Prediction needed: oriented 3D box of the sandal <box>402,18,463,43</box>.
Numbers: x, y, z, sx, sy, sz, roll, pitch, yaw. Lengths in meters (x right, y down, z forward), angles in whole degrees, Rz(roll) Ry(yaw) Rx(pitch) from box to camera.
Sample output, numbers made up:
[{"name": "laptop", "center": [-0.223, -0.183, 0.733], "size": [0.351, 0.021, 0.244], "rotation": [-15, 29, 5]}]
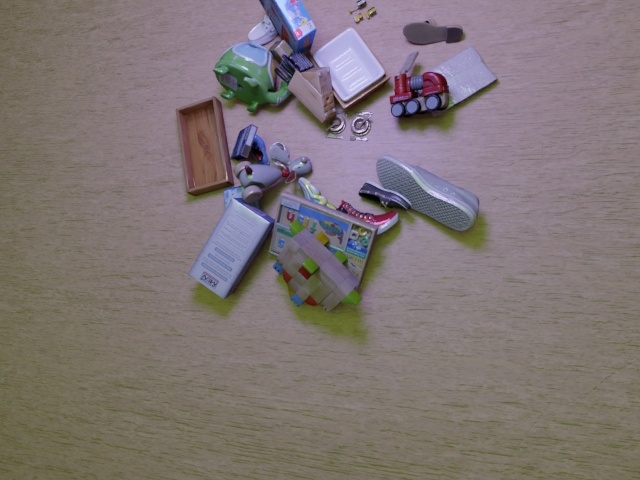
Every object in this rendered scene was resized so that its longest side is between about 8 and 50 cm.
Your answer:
[{"name": "sandal", "center": [0.461, -0.868, 1.758], "size": [0.240, 0.088, 0.079], "rotation": [7, 52, 8]}]

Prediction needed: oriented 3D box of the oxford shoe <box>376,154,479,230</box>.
[{"name": "oxford shoe", "center": [0.408, -0.196, 1.634], "size": [0.449, 0.169, 0.130], "rotation": [35, 57, 23]}]

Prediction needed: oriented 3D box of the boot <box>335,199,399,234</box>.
[{"name": "boot", "center": [0.169, -0.101, 1.665], "size": [0.244, 0.088, 0.176], "rotation": [-24, 102, 11]}]

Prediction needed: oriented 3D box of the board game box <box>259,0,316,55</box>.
[{"name": "board game box", "center": [-0.143, -0.925, 1.735], "size": [0.086, 0.308, 0.302], "rotation": [-32, 101, -1]}]

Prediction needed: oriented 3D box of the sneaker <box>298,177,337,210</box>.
[{"name": "sneaker", "center": [-0.034, -0.147, 1.754], "size": [0.126, 0.091, 0.240], "rotation": [-45, 75, 5]}]

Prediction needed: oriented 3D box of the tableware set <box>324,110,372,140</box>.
[{"name": "tableware set", "center": [0.114, -0.490, 1.794], "size": [0.194, 0.039, 0.128], "rotation": [8, 84, 15]}]

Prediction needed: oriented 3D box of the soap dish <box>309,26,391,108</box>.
[{"name": "soap dish", "center": [0.125, -0.713, 1.785], "size": [0.229, 0.118, 0.291], "rotation": [-33, 75, 7]}]

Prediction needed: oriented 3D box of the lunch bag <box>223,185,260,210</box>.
[{"name": "lunch bag", "center": [-0.338, -0.165, 1.832], "size": [0.151, 0.096, 0.129], "rotation": [-8, 80, 3]}]

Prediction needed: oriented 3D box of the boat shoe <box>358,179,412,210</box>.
[{"name": "boat shoe", "center": [0.251, -0.161, 1.672], "size": [0.228, 0.081, 0.069], "rotation": [31, 77, 34]}]

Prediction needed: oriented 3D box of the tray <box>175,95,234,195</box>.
[{"name": "tray", "center": [-0.524, -0.425, 1.932], "size": [0.203, 0.076, 0.411], "rotation": [-13, 78, 12]}]

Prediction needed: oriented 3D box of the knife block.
[{"name": "knife block", "center": [-0.072, -0.635, 1.765], "size": [0.242, 0.088, 0.276], "rotation": [12, 127, 34]}]

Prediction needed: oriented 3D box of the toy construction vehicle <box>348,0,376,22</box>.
[{"name": "toy construction vehicle", "center": [0.183, -0.999, 1.862], "size": [0.098, 0.035, 0.086], "rotation": [-29, 87, 11]}]

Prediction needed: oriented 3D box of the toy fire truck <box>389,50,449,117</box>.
[{"name": "toy fire truck", "center": [0.382, -0.617, 1.657], "size": [0.217, 0.158, 0.246], "rotation": [-1, 103, 35]}]

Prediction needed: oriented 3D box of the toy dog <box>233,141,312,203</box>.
[{"name": "toy dog", "center": [-0.198, -0.291, 1.721], "size": [0.220, 0.161, 0.333], "rotation": [44, 69, 9]}]

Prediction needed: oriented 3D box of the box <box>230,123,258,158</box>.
[{"name": "box", "center": [-0.331, -0.417, 1.835], "size": [0.036, 0.225, 0.136], "rotation": [19, 89, -25]}]

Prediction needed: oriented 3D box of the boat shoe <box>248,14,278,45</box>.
[{"name": "boat shoe", "center": [-0.219, -0.988, 1.926], "size": [0.277, 0.096, 0.098], "rotation": [-30, 75, 8]}]

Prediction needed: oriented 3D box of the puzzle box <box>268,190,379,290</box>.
[{"name": "puzzle box", "center": [0.000, 0.000, 1.682], "size": [0.409, 0.052, 0.272], "rotation": [21, 116, 16]}]

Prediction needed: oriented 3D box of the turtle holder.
[{"name": "turtle holder", "center": [-0.282, -0.716, 1.830], "size": [0.320, 0.243, 0.227], "rotation": [16, 69, 25]}]

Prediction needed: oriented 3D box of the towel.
[{"name": "towel", "center": [0.532, -0.635, 1.705], "size": [0.282, 0.049, 0.187], "rotation": [-31, 76, 8]}]

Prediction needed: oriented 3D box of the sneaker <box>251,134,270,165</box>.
[{"name": "sneaker", "center": [-0.271, -0.402, 1.862], "size": [0.063, 0.073, 0.162], "rotation": [-28, 75, 9]}]

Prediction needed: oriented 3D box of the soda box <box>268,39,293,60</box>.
[{"name": "soda box", "center": [-0.176, -0.823, 1.852], "size": [0.058, 0.181, 0.061], "rotation": [-45, 117, 4]}]

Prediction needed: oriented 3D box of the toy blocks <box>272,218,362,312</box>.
[{"name": "toy blocks", "center": [-0.041, 0.146, 1.642], "size": [0.381, 0.191, 0.261], "rotation": [45, 132, 5]}]

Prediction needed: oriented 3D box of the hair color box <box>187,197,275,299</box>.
[{"name": "hair color box", "center": [-0.360, 0.031, 1.750], "size": [0.185, 0.113, 0.374], "rotation": [33, 100, 4]}]
